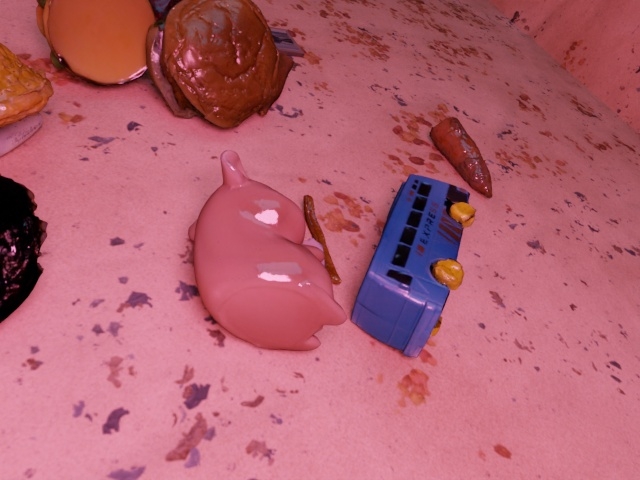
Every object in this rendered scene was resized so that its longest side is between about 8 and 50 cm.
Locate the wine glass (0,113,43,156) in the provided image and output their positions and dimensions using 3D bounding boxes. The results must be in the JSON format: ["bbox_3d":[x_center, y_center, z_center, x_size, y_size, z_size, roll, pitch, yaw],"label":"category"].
[{"bbox_3d":[-0.543,-0.148,0.753,0.074,0.074,0.262,26,41,-3],"label":"wine glass"}]

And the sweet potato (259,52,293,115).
[{"bbox_3d":[-0.130,-0.398,1.208,0.077,0.077,0.244,23,54,-6],"label":"sweet potato"}]

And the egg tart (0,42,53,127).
[{"bbox_3d":[-0.560,-0.237,0.719,0.293,0.123,0.294,-4,36,3],"label":"egg tart"}]

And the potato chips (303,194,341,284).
[{"bbox_3d":[0.000,0.000,0.918,0.026,0.037,0.204,-6,56,-19],"label":"potato chips"}]

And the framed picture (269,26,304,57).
[{"bbox_3d":[-0.164,-0.611,1.444,0.203,0.015,0.150,-6,51,-32],"label":"framed picture"}]

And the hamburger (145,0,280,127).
[{"bbox_3d":[-0.213,-0.384,1.025,0.134,0.266,0.285,12,53,38],"label":"hamburger"}]

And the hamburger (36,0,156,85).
[{"bbox_3d":[-0.460,-0.440,0.976,0.237,0.237,0.149,-11,34,-35],"label":"hamburger"}]

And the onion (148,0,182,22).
[{"bbox_3d":[-0.313,-0.556,1.165,0.313,0.232,0.314,6,77,-29],"label":"onion"}]

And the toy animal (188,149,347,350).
[{"bbox_3d":[-0.087,0.021,0.735,0.212,0.195,0.256,13,41,-27],"label":"toy animal"}]

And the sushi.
[{"bbox_3d":[-0.461,0.024,0.548,0.199,0.213,0.204,12,25,15],"label":"sushi"}]

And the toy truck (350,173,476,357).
[{"bbox_3d":[0.182,0.031,0.898,0.162,0.161,0.385,20,42,9],"label":"toy truck"}]

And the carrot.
[{"bbox_3d":[0.400,-0.220,1.313,0.101,0.102,0.263,-5,57,-31],"label":"carrot"}]
